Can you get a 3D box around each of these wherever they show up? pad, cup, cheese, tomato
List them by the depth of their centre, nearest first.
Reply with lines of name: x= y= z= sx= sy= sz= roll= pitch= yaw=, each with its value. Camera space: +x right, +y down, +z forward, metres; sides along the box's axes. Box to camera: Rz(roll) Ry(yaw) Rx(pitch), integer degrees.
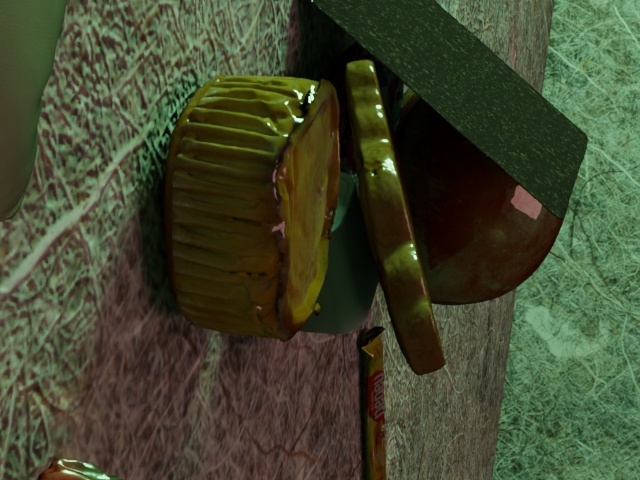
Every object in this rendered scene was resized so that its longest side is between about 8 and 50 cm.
cup: x=0.000 y=0.000 z=0.965 sx=0.129 sy=0.095 sz=0.128 roll=77 pitch=26 yaw=-44
pad: x=0.133 y=-0.170 z=1.056 sx=0.004 sy=0.330 sz=0.220 roll=-47 pitch=-177 yaw=33
cheese: x=0.037 y=-0.135 z=1.086 sx=0.244 sy=0.062 sz=0.155 roll=-48 pitch=143 yaw=-61
tomato: x=0.171 y=-0.054 z=1.200 sx=0.270 sy=0.223 sz=0.270 roll=-165 pitch=-90 yaw=-79

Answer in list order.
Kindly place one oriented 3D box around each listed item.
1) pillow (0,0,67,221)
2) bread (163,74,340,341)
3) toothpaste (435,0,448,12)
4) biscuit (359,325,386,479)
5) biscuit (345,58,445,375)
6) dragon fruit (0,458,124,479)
pillow: x=-0.173 y=-0.138 z=0.329 sx=0.322 sy=0.120 sz=0.255 roll=11 pitch=88 yaw=-75
bread: x=-0.051 y=-0.027 z=0.784 sx=0.199 sy=0.104 sz=0.199 roll=8 pitch=90 yaw=-77
toothpaste: x=0.082 y=-0.357 z=1.153 sx=0.114 sy=0.073 sz=0.299 roll=-66 pitch=149 yaw=-41
biscuit: x=0.069 y=0.241 z=1.385 sx=0.048 sy=0.026 sz=0.291 roll=-33 pitch=130 yaw=-43
biscuit: x=0.061 y=-0.020 z=0.936 sx=0.186 sy=0.044 sz=0.295 roll=66 pitch=12 yaw=-47
dragon fruit: x=-0.124 y=0.224 z=0.451 sx=0.241 sy=0.241 sz=0.252 roll=-54 pitch=159 yaw=-57
